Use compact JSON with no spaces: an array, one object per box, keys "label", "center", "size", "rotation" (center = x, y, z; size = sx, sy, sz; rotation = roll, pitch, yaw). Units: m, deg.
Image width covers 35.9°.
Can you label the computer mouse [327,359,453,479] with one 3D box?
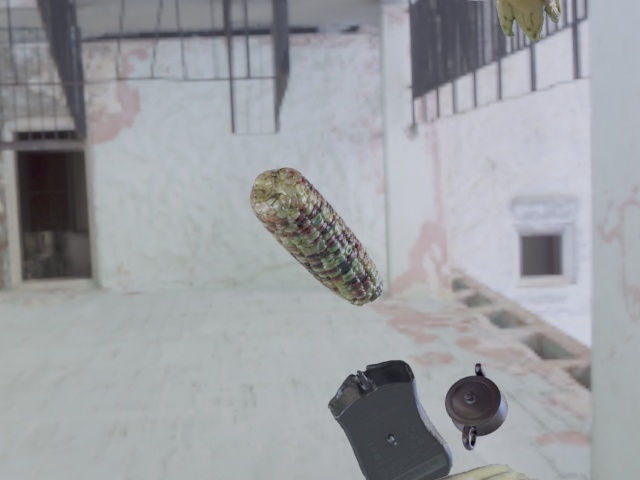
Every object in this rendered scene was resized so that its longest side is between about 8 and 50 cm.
[{"label":"computer mouse","center":[0.109,0.298,1.588],"size":[0.147,0.264,0.088],"rotation":[-26,-154,-3]}]

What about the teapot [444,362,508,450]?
[{"label":"teapot","center":[0.172,0.186,1.110],"size":[0.068,0.100,0.045],"rotation":[-3,144,29]}]

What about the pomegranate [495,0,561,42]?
[{"label":"pomegranate","center":[0.255,-0.411,1.311],"size":[0.310,0.358,0.216],"rotation":[-16,-140,11]}]

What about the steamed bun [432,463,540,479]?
[{"label":"steamed bun","center":[0.187,0.380,0.909],"size":[0.274,0.272,0.290],"rotation":[19,-166,20]}]

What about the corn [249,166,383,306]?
[{"label":"corn","center":[0.000,0.000,1.303],"size":[0.086,0.086,0.253],"rotation":[2,147,41]}]
